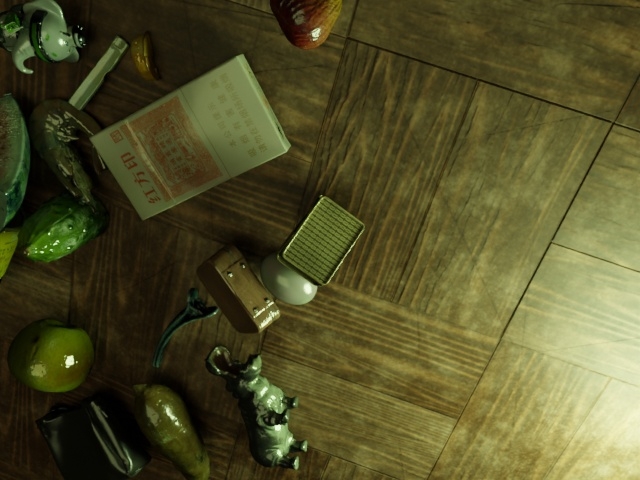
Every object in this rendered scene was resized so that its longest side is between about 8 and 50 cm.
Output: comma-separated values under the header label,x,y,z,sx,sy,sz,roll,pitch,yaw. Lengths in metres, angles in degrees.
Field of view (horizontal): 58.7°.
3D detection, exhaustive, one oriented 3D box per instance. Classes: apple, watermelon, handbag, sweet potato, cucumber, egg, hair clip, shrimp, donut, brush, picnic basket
label,x,y,z,sx,sy,sz,roll,pitch,yaw
apple,-0.660,0.281,1.404,0.196,0.196,0.157,18,88,4
watermelon,-0.699,-0.143,1.149,0.201,0.262,0.213,3,141,-33
handbag,-0.630,0.552,1.565,0.285,0.113,0.257,-23,102,29
sweet potato,-0.373,0.528,1.495,0.130,0.130,0.423,-10,121,17
cucumber,-0.563,-0.018,1.210,0.134,0.244,0.134,2,111,6
egg,-0.067,0.080,1.220,0.135,0.103,0.103,40,117,-11
hair clip,-0.352,0.221,1.390,0.083,0.048,0.275,39,122,-9
handbag,-0.183,0.112,1.242,0.193,0.072,0.151,54,149,-6
shrimp,-0.514,-0.188,1.219,0.145,0.059,0.254,-35,96,6
donut,-0.344,-0.357,1.118,0.037,0.067,0.083,-7,145,9
brush,-0.445,-0.336,1.153,0.033,0.030,0.178,44,106,-2
picnic basket,0.000,0.000,1.143,0.115,0.079,0.164,35,84,-6

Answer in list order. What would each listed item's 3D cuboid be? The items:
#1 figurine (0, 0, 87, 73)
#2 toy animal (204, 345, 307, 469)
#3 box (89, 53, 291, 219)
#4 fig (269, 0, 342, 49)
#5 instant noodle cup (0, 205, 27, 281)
label,x,y,z,sx,sy,sz,roll,pitch,yaw
figurine,-0.547,-0.396,1.099,0.192,0.126,0.147,2,151,5
toy animal,-0.144,0.399,1.391,0.168,0.106,0.343,-17,104,27
box,-0.266,-0.200,1.152,0.365,0.051,0.205,-22,109,19
fig,-0.007,-0.395,0.978,0.153,0.119,0.119,-10,112,15
instant noodle cup,-0.799,0.010,1.305,0.215,0.215,0.236,38,110,-7
